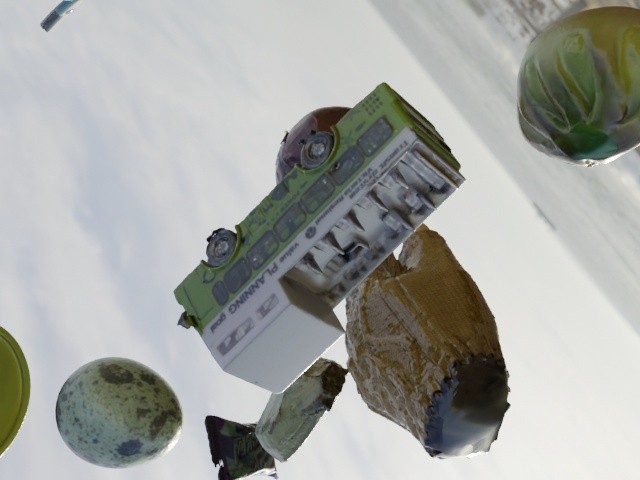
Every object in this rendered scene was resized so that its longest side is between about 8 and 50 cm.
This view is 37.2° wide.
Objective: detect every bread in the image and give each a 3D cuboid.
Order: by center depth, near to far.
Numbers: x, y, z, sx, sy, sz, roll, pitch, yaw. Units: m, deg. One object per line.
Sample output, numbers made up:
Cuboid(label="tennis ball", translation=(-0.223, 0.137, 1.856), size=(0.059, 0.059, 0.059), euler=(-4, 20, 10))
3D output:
Cuboid(label="bread", translation=(0.326, -0.193, 1.158), size=(0.156, 0.158, 0.261), euler=(43, 148, -10))

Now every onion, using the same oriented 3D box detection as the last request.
Cuboid(label="onion", translation=(0.046, -0.105, 1.586), size=(0.281, 0.221, 0.281), euler=(45, -169, -11))

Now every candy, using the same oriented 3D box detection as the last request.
Cuboid(label="candy", translation=(-0.155, 0.434, 1.986), size=(0.275, 0.070, 0.145), euler=(23, -132, -63))

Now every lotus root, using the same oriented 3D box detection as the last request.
Cuboid(label="lotus root", translation=(-0.024, 0.206, 1.275), size=(0.070, 0.144, 0.143), euler=(34, -133, -6))

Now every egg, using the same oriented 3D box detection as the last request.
Cuboid(label="egg", translation=(-0.239, 0.209, 1.144), size=(0.172, 0.132, 0.132), euler=(8, 163, 34))

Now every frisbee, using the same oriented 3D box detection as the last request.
Cuboid(label="frisbee", translation=(-0.511, 0.226, 1.351), size=(0.017, 0.235, 0.236), euler=(5, 159, 35))

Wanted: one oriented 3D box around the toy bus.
Cuboid(label="toy bus", translation=(0.000, 0.000, 0.917), size=(0.113, 0.301, 0.139), euler=(32, -162, -45))

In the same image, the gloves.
Cuboid(label="gloves", translation=(0.107, 0.106, 1.118), size=(0.356, 0.155, 0.203), euler=(-108, 21, -65))

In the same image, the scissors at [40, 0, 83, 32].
Cuboid(label="scissors", translation=(-0.246, -0.232, 0.936), size=(0.058, 0.119, 0.014), euler=(-34, -80, -41))
